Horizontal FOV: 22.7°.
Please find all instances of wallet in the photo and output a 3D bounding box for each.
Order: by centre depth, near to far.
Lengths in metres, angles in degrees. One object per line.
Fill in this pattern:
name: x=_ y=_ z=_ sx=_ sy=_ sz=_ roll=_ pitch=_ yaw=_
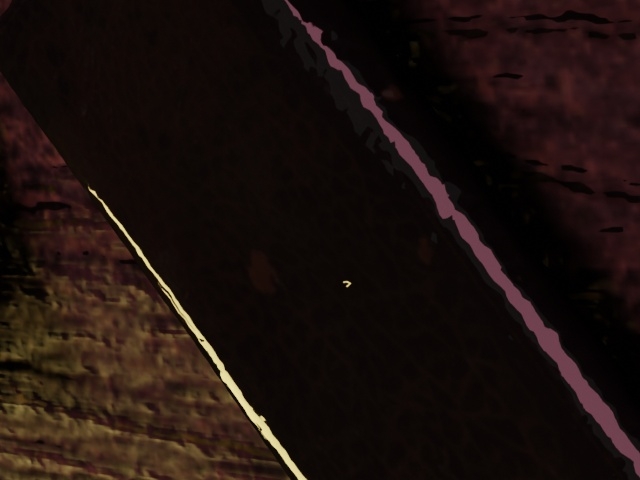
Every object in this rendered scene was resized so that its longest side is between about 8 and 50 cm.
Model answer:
wallet: x=0.000 y=0.000 z=0.587 sx=0.321 sy=0.044 sz=0.170 roll=54 pitch=135 yaw=9
